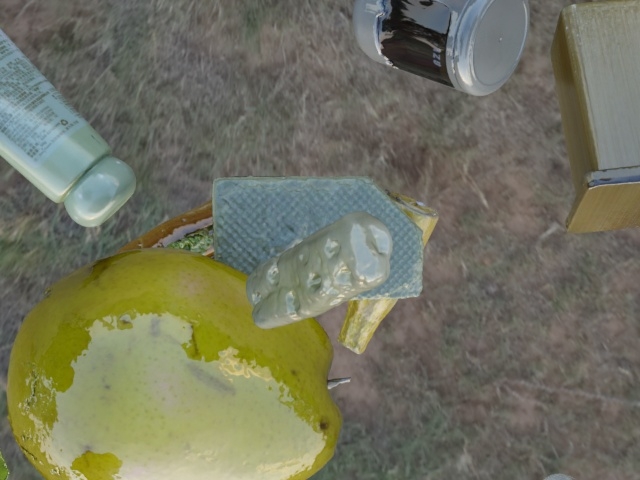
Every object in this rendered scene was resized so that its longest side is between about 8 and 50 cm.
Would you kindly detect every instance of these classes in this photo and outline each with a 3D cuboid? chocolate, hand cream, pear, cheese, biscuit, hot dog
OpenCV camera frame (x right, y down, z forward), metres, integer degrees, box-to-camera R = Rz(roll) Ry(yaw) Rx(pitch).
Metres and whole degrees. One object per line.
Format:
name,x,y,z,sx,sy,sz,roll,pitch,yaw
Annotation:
chocolate,0.079,0.046,1.322,0.085,0.086,0.219,20,103,-11
hand cream,-0.350,-0.146,1.191,0.306,0.147,0.093,46,140,-7
pear,-0.152,0.154,1.043,0.336,0.285,0.285,29,108,-19
cheese,-0.006,0.030,0.841,0.043,0.194,0.065,4,73,-31
biscuit,0.000,0.000,1.172,0.252,0.052,0.150,-1,100,-13
hot dog,-0.221,0.024,1.696,0.337,0.100,0.135,-28,117,-30

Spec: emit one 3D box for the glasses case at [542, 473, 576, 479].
glasses case,0.321,0.386,1.237,0.051,0.204,0.081,7,139,-32

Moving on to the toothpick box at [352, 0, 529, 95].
toothpick box,0.204,-0.407,1.830,0.229,0.316,0.229,-28,131,-38

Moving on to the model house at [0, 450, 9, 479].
model house,-0.497,0.413,1.460,0.312,0.242,0.358,34,143,25

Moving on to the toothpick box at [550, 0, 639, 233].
toothpick box,0.444,-0.188,1.487,0.187,0.308,0.190,-6,158,3
